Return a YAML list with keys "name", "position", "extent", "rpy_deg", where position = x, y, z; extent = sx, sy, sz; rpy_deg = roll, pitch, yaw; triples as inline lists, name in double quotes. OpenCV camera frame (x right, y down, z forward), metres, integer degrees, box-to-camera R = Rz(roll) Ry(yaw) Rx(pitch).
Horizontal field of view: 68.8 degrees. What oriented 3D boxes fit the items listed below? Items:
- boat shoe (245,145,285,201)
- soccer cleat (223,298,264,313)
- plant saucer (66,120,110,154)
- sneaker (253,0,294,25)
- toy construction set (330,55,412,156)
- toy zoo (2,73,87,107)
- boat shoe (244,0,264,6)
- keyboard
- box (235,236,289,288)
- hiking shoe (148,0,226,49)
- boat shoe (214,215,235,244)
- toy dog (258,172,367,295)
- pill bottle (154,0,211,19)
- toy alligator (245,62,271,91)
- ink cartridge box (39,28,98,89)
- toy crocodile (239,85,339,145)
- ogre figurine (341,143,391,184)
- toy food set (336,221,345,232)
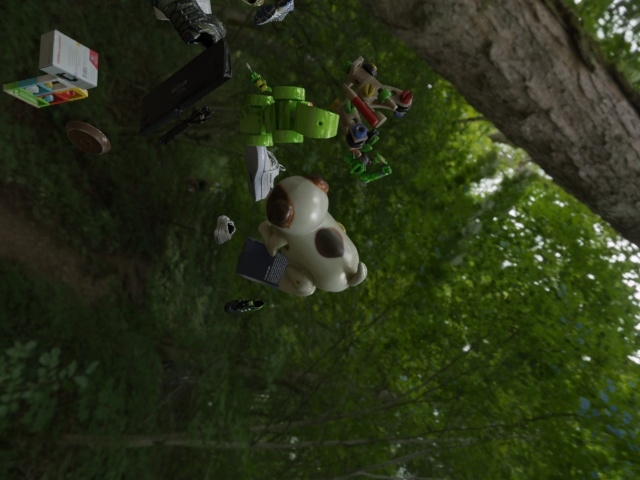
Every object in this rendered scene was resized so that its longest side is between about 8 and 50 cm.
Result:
- name: "boat shoe"
  position: [-0.238, -0.322, 2.095]
  extent: [0.135, 0.157, 0.367]
  rpy_deg: [57, -23, 29]
- name: "soccer cleat"
  position: [-0.325, 0.275, 1.996]
  extent: [0.072, 0.179, 0.060]
  rpy_deg: [-34, -115, 50]
- name: "plant saucer"
  position: [-0.890, -0.383, 1.781]
  extent: [0.168, 0.168, 0.029]
  rpy_deg: [-31, -144, 49]
- name: "sneaker"
  position: [-0.135, -0.678, 1.401]
  extent: [0.135, 0.058, 0.052]
  rpy_deg: [-29, -108, 6]
- name: "toy construction set"
  position: [0.113, -0.427, 1.393]
  extent: [0.257, 0.237, 0.309]
  rpy_deg: [-40, 178, 12]
- name: "toy zoo"
  position: [-1.132, -0.634, 1.968]
  extent: [0.192, 0.293, 0.030]
  rpy_deg: [33, 48, -81]
- name: "boat shoe"
  position: [-0.264, -0.926, 1.789]
  extent: [0.056, 0.153, 0.048]
  rpy_deg: [-36, -100, 26]
- name: "keyboard"
  position: [-0.320, -0.319, 1.085]
  extent: [0.317, 0.033, 0.201]
  rpy_deg: [-19, -117, 34]
- name: "box"
  position: [-0.240, 0.123, 2.206]
  extent: [0.296, 0.294, 0.182]
  rpy_deg: [153, -43, -79]
- name: "hiking shoe"
  position: [-0.359, -0.593, 1.260]
  extent: [0.086, 0.227, 0.114]
  rpy_deg: [-32, -133, 42]
- name: "boat shoe"
  position: [-0.481, -0.064, 2.393]
  extent: [0.267, 0.088, 0.096]
  rpy_deg: [-98, 174, -70]
- name: "toy dog"
  position: [-0.050, -0.021, 1.557]
  extent: [0.285, 0.407, 0.395]
  rpy_deg: [-35, -147, -18]
- name: "pill bottle"
  position: [-0.446, -0.885, 1.382]
  extent: [0.229, 0.229, 0.407]
  rpy_deg: [-113, -165, -57]
- name: "toy alligator"
  position: [-0.309, -0.765, 2.229]
  extent: [0.051, 0.190, 0.056]
  rpy_deg: [-32, -131, 19]
- name: "ink cartridge box"
  position: [-0.864, -0.619, 1.609]
  extent: [0.072, 0.175, 0.127]
  rpy_deg: [-4, -98, 23]
- name: "toy crocodile"
  position: [-0.088, -0.266, 1.028]
  extent: [0.341, 0.105, 0.115]
  rpy_deg: [15, -74, 55]
- name: "ogre figurine"
  position: [0.161, -0.298, 1.744]
  extent: [0.118, 0.197, 0.097]
  rpy_deg: [-41, -166, 22]
- name: "toy food set"
  position: [0.000, 0.000, 1.824]
  extent: [0.071, 0.218, 0.128]
  rpy_deg: [-112, -163, -56]
